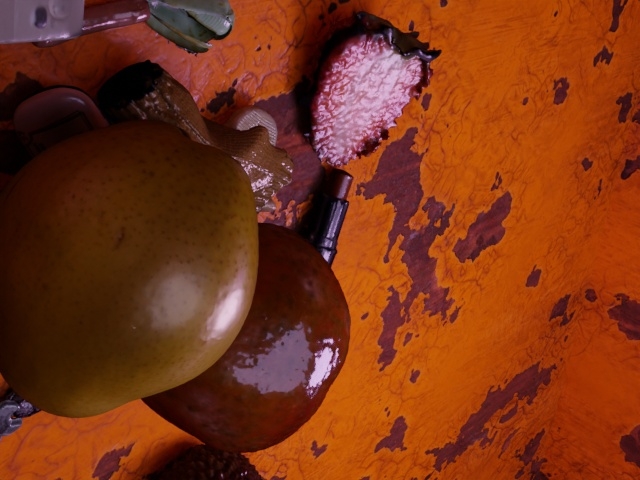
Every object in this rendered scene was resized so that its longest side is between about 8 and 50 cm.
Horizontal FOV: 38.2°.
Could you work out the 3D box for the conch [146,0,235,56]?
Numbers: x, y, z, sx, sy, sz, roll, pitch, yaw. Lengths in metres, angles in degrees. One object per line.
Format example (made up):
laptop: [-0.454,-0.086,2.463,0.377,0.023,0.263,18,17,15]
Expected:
conch: [-0.210,-0.340,1.421,0.170,0.079,0.106,4,105,-33]

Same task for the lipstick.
lipstick: [0.000,0.000,1.871,0.081,0.081,0.300,11,101,-51]

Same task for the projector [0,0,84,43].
projector: [-0.407,-0.367,1.026,0.248,0.248,0.249,-14,123,-43]

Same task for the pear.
pear: [-0.267,0.037,1.238,0.418,0.362,0.362,-51,142,0]

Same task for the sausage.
sausage: [-0.328,-0.311,1.317,0.186,0.043,0.043,-25,131,-32]

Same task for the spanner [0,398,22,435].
spanner: [-0.597,0.337,1.415,0.302,0.017,0.071,-28,125,-20]

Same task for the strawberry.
strawberry: [0.057,-0.293,1.733,0.233,0.138,0.306,15,128,-33]

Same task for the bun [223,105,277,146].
bun: [-0.129,-0.178,1.616,0.115,0.069,0.115,-4,97,-39]

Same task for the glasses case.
glasses case: [-0.341,-0.108,1.388,0.122,0.075,0.314,-22,138,4]

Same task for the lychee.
lychee: [-0.210,0.554,1.855,0.267,0.267,0.267,-28,132,-35]

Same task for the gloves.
gloves: [-0.194,-0.140,1.453,0.356,0.203,0.155,33,79,-37]

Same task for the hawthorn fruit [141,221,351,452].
hawthorn fruit: [-0.163,0.140,1.551,0.403,0.403,0.403,-28,132,-35]

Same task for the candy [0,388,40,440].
candy: [-0.482,0.258,1.514,0.226,0.051,0.094,-27,129,-36]
